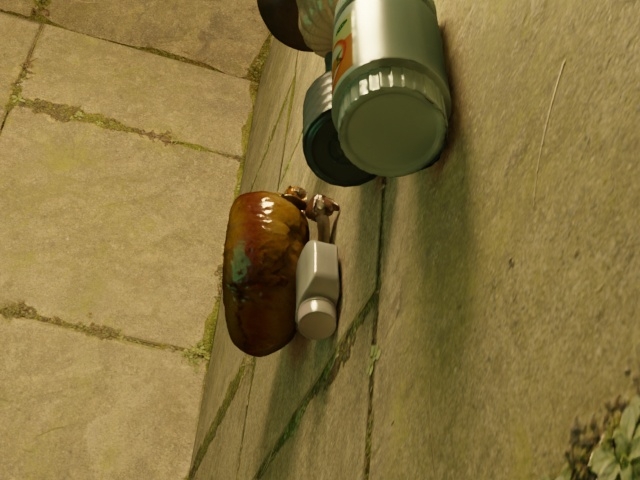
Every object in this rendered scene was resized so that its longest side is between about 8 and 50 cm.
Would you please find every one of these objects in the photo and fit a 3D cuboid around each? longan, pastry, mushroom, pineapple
[{"bbox_3d":[-0.017,-0.538,2.059,0.258,0.258,0.258,-166,90,-80],"label":"longan"},{"bbox_3d":[-0.106,0.062,1.896,0.356,0.164,0.356,-178,90,-89],"label":"pastry"},{"bbox_3d":[0.000,0.000,1.803,0.061,0.060,0.187,-33,50,59],"label":"mushroom"},{"bbox_3d":[-0.094,-0.011,2.235,0.233,0.079,0.135,114,163,-45],"label":"pineapple"}]

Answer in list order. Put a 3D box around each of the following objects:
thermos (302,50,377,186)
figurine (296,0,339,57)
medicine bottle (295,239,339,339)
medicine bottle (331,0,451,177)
[{"bbox_3d":[0.046,-0.200,1.618,0.286,0.145,0.182,-91,-16,-61],"label":"thermos"},{"bbox_3d":[0.063,-0.458,1.802,0.185,0.204,0.332,-34,11,28],"label":"figurine"},{"bbox_3d":[-0.006,0.089,1.660,0.183,0.069,0.119,-89,17,-55],"label":"medicine bottle"},{"bbox_3d":[0.093,-0.232,1.311,0.318,0.158,0.158,-88,16,-50],"label":"medicine bottle"}]
